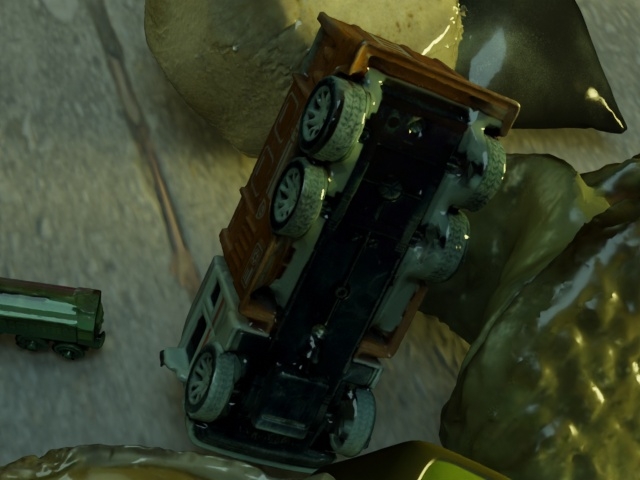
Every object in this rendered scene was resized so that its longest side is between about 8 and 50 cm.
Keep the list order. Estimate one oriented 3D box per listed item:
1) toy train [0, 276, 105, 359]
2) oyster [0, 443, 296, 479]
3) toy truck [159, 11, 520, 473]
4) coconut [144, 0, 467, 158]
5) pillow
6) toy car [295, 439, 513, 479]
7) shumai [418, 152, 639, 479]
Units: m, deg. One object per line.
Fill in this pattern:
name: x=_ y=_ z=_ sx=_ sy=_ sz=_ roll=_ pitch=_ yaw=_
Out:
toy train: x=-0.235 y=0.054 z=0.980 sx=0.148 sy=0.071 sz=0.038 roll=8 pitch=57 yaw=-5
oyster: x=-0.091 y=0.236 z=0.876 sx=0.275 sy=0.100 sz=0.271 roll=-17 pitch=61 yaw=-41
toy truck: x=0.000 y=0.000 z=0.926 sx=0.136 sy=0.305 sz=0.162 roll=18 pitch=18 yaw=-23
coconut: x=-0.016 y=-0.183 z=1.079 sx=0.245 sy=0.247 sz=0.245 roll=3 pitch=83 yaw=-26
pillow: x=0.162 y=-0.198 z=1.185 sx=0.186 sy=0.106 sz=0.250 roll=-5 pitch=61 yaw=-20
toy car: x=0.047 y=0.208 z=0.752 sx=0.198 sy=0.248 sz=0.204 roll=48 pitch=50 yaw=-12
shumai: x=0.205 y=0.085 z=0.985 sx=0.330 sy=0.288 sz=0.292 roll=30 pitch=84 yaw=-25
